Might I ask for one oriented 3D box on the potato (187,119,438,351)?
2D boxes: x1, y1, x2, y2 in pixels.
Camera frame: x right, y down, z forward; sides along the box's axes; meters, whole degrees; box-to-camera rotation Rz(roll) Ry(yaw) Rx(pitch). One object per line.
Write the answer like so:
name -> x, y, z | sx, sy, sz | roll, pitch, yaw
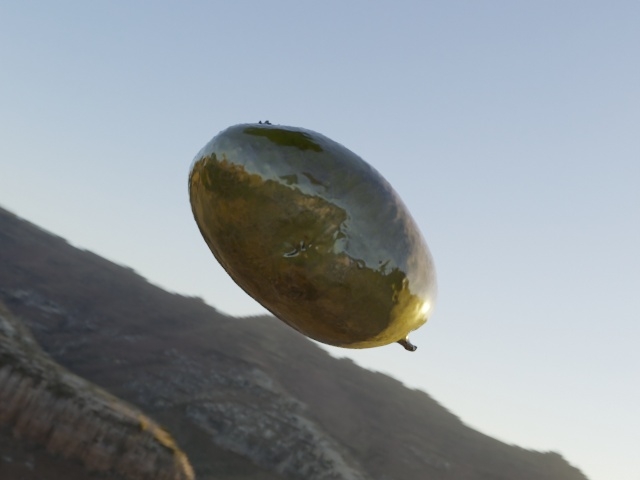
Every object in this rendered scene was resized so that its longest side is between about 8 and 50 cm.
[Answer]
potato -> 0.000, 0.000, 0.748 | 0.251, 0.159, 0.174 | 47, 16, 0
